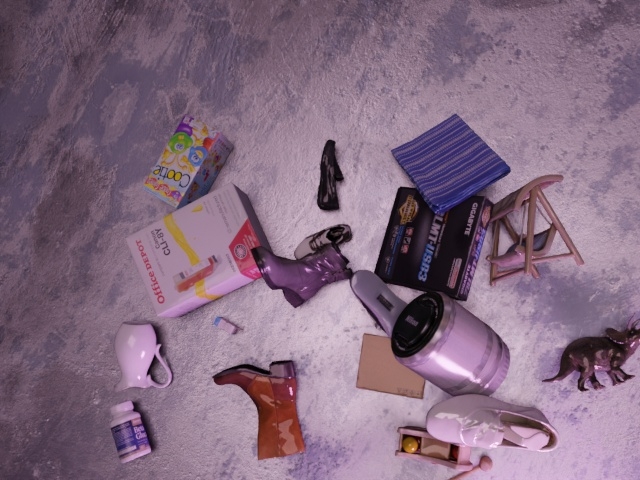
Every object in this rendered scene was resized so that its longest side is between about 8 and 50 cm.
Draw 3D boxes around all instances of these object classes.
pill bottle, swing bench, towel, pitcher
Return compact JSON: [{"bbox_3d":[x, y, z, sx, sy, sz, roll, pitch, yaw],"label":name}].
[{"bbox_3d":[-0.592,0.588,1.896,0.094,0.094,0.170,-23,78,6],"label":"pill bottle"},{"bbox_3d":[0.558,-0.024,1.692,0.165,0.253,0.255,-9,80,-9],"label":"swing bench"},{"bbox_3d":[0.370,-0.234,1.797,0.243,0.040,0.336,-30,43,4],"label":"towel"},{"bbox_3d":[-0.554,0.361,1.925,0.177,0.125,0.207,2,92,-10],"label":"pitcher"}]

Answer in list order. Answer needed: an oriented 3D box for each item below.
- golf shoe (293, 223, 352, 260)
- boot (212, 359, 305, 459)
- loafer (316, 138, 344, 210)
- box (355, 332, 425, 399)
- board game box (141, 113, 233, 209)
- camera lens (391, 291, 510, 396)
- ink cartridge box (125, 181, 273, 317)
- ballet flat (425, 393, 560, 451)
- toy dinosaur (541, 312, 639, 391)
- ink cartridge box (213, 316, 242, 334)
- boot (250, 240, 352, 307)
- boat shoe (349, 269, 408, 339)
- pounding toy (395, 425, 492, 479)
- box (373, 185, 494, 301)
[{"bbox_3d":[0.000,0.000,1.888,0.198,0.094,0.077,-30,78,6],"label":"golf shoe"},{"bbox_3d":[-0.188,0.514,1.857,0.263,0.096,0.281,-6,87,2],"label":"boot"},{"bbox_3d":[0.036,-0.204,1.927,0.078,0.076,0.224,4,86,6],"label":"loafer"},{"bbox_3d":[0.214,0.371,1.823,0.201,0.021,0.165,7,82,12],"label":"box"},{"bbox_3d":[-0.423,-0.237,1.976,0.142,0.144,0.275,28,86,14],"label":"board game box"},{"bbox_3d":[0.346,0.285,1.664,0.274,0.219,0.219,35,88,-19],"label":"camera lens"},{"bbox_3d":[-0.367,0.038,1.912,0.384,0.160,0.279,-27,77,5],"label":"ink cartridge box"},{"bbox_3d":[0.465,0.487,1.601,0.399,0.139,0.139,13,81,-25],"label":"ballet flat"},{"bbox_3d":[0.758,0.327,1.701,0.313,0.121,0.161,-19,66,11],"label":"toy dinosaur"},{"bbox_3d":[-0.287,0.270,1.917,0.083,0.048,0.028,28,87,14],"label":"ink cartridge box"},{"bbox_3d":[-0.047,0.060,1.774,0.222,0.338,0.118,-30,62,7],"label":"boot"},{"bbox_3d":[0.195,0.213,1.808,0.306,0.105,0.113,43,81,0],"label":"boat shoe"},{"bbox_3d":[0.340,0.609,1.693,0.269,0.154,0.155,6,82,12],"label":"pounding toy"},{"bbox_3d":[0.320,0.003,1.775,0.293,0.073,0.296,12,82,43],"label":"box"}]
